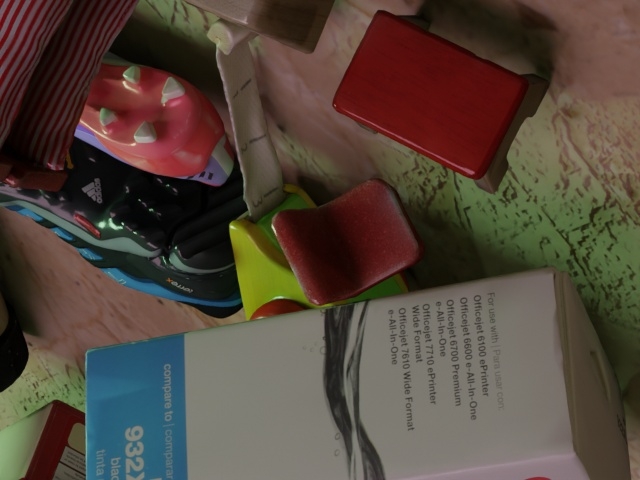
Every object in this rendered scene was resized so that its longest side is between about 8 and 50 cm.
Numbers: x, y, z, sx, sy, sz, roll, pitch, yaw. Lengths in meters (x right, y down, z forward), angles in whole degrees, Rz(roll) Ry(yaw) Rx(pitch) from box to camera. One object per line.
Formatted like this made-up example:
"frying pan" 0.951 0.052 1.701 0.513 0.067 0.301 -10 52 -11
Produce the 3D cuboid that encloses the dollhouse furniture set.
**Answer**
"dollhouse furniture set" -0.083 -0.089 1.154 0.374 0.201 0.152 28 -174 17

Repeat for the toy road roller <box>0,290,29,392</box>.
"toy road roller" -0.432 0.061 1.661 0.329 0.240 0.202 19 141 27

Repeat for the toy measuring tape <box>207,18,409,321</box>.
"toy measuring tape" 0.000 0.000 1.315 0.121 0.121 0.330 14 129 32

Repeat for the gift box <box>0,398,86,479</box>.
"gift box" -0.221 0.299 1.747 0.255 0.276 0.258 35 145 -18

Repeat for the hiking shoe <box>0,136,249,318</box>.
"hiking shoe" -0.178 -0.030 1.434 0.304 0.113 0.132 30 153 22

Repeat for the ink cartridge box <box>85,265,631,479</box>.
"ink cartridge box" 0.032 0.139 1.251 0.307 0.129 0.223 -11 152 14

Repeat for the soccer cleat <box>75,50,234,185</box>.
"soccer cleat" -0.165 -0.104 1.359 0.248 0.083 0.095 26 167 33
